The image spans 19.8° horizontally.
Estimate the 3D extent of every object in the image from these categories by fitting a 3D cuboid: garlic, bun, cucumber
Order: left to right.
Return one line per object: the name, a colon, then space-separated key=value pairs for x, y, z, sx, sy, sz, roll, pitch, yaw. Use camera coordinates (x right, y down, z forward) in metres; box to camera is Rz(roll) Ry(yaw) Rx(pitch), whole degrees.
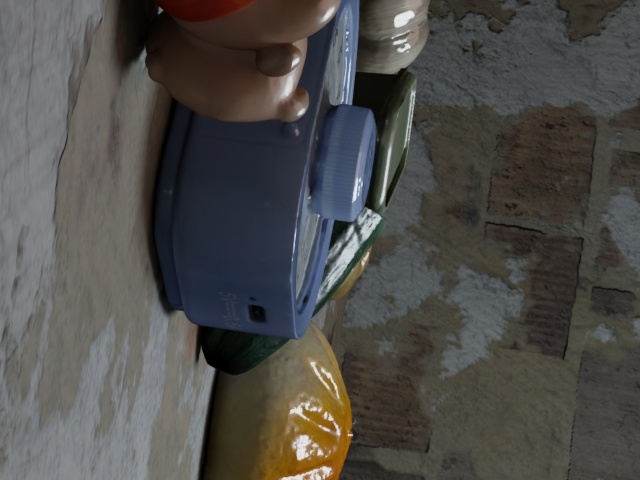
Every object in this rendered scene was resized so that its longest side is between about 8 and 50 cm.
cucumber: x=-0.040 y=0.045 z=2.007 sx=0.244 sy=0.115 sz=0.063 roll=-55 pitch=179 yaw=-5
bun: x=-0.041 y=0.232 z=2.281 sx=0.299 sy=0.165 sz=0.299 roll=10 pitch=90 yaw=-85
garlic: x=0.102 y=-0.336 z=2.453 sx=0.218 sy=0.212 sz=0.218 roll=163 pitch=-90 yaw=-75

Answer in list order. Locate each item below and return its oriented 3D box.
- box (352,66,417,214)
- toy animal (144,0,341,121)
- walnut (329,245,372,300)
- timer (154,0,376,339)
box: x=0.011 y=-0.131 z=2.165 sx=0.274 sy=0.178 sz=0.138 roll=-64 pitch=162 yaw=-73
toy animal: x=-0.068 y=-0.197 z=1.422 sx=0.197 sy=0.171 sz=0.171 roll=98 pitch=4 yaw=-47
walnut: x=0.000 y=0.000 z=2.496 sx=0.166 sy=0.149 sz=0.166 roll=-6 pitch=98 yaw=-51
timer: x=-0.036 y=-0.082 z=1.810 sx=0.395 sy=0.173 sz=0.395 roll=8 pitch=90 yaw=-85
